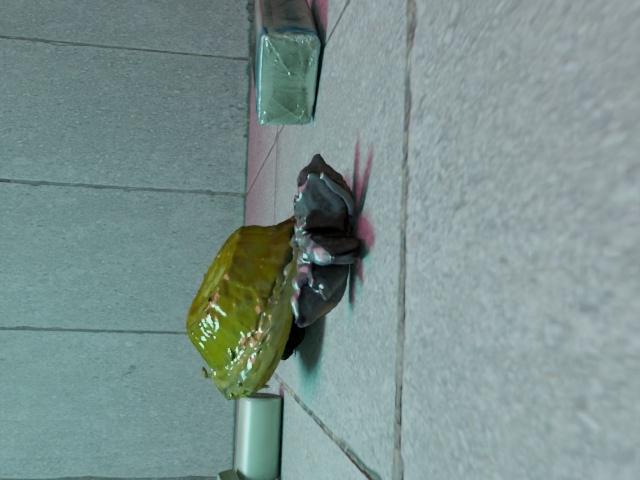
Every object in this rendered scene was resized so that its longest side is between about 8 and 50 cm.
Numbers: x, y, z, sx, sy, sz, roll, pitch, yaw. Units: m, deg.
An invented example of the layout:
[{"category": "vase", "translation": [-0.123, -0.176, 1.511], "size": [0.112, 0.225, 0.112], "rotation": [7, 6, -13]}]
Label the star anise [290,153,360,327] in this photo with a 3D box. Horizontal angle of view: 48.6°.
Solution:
[{"category": "star anise", "translation": [0.000, 0.000, 0.970], "size": [0.229, 0.093, 0.237], "rotation": [-144, 59, -79]}]

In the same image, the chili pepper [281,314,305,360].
[{"category": "chili pepper", "translation": [-0.066, 0.179, 1.405], "size": [0.224, 0.060, 0.098], "rotation": [113, 165, -68]}]

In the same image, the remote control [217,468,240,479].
[{"category": "remote control", "translation": [-0.148, 0.645, 1.493], "size": [0.344, 0.050, 0.145], "rotation": [-140, 48, -57]}]

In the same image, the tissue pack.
[{"category": "tissue pack", "translation": [-0.076, -0.373, 1.433], "size": [0.271, 0.124, 0.202], "rotation": [-102, 18, -52]}]

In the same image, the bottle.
[{"category": "bottle", "translation": [-0.145, 0.483, 1.646], "size": [0.104, 0.104, 0.245], "rotation": [165, 108, -80]}]

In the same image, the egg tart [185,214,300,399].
[{"category": "egg tart", "translation": [-0.136, 0.106, 1.318], "size": [0.388, 0.169, 0.388], "rotation": [-59, 15, 25]}]
